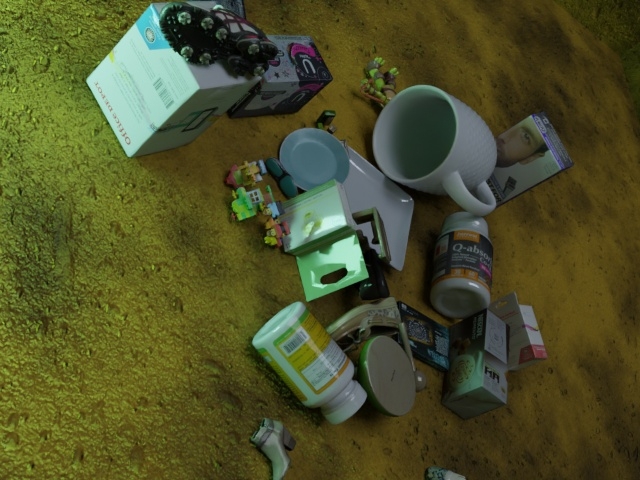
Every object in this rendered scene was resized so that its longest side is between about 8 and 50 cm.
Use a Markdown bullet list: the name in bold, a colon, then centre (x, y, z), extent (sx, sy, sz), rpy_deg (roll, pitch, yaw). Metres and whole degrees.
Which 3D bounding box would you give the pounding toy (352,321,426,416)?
- **pounding toy**: centre (0.132, 0.309, 1.831), extent (0.237, 0.110, 0.183), rpy_deg (-23, 90, -56)

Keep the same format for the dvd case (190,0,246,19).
- **dvd case**: centre (-0.296, -0.674, 2.107), extent (0.221, 0.018, 0.165), rpy_deg (13, 58, -41)

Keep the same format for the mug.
- **mug**: centre (0.369, -0.224, 2.266), extent (0.328, 0.276, 0.374), rpy_deg (14, 42, -50)

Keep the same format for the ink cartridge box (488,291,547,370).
- **ink cartridge box**: centre (0.553, 0.257, 2.271), extent (0.067, 0.115, 0.198), rpy_deg (10, 59, -40)

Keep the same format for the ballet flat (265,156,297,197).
- **ballet flat**: centre (-0.090, -0.156, 1.960), extent (0.114, 0.041, 0.041), rpy_deg (55, 40, -4)

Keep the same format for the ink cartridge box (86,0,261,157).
- **ink cartridge box**: centre (-0.309, -0.335, 1.675), extent (0.197, 0.270, 0.198), rpy_deg (-25, 84, -51)

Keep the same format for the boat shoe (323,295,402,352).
- **boat shoe**: centre (0.104, 0.201, 1.867), extent (0.285, 0.104, 0.089), rpy_deg (-15, 73, -49)

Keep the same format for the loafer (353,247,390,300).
- **loafer**: centre (0.112, 0.082, 1.940), extent (0.220, 0.078, 0.080), rpy_deg (-97, 169, -73)

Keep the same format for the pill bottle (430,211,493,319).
- **pill bottle**: centre (0.389, 0.064, 2.197), extent (0.162, 0.162, 0.278), rpy_deg (35, 45, -24)

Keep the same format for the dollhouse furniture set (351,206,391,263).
- **dollhouse furniture set**: centre (0.083, 0.019, 1.892), extent (0.144, 0.151, 0.123), rpy_deg (49, 28, -66)

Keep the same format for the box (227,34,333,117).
- **box**: centre (-0.119, -0.409, 1.996), extent (0.247, 0.163, 0.142), rpy_deg (-16, 76, -49)

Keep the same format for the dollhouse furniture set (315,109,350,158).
- **dollhouse furniture set**: centre (0.023, -0.266, 2.124), extent (0.076, 0.058, 0.152), rpy_deg (-3, 69, -21)

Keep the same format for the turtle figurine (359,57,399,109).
- **turtle figurine**: centre (0.210, -0.434, 2.404), extent (0.269, 0.087, 0.217), rpy_deg (17, 46, -27)

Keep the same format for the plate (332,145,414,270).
- **plate**: centre (0.123, -0.084, 2.119), extent (0.277, 0.045, 0.278), rpy_deg (36, 44, -21)

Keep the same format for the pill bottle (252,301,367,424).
- **pill bottle**: centre (-0.016, 0.261, 1.681), extent (0.246, 0.136, 0.136), rpy_deg (51, 40, -8)

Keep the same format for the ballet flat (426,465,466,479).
- **ballet flat**: centre (0.330, 0.580, 1.876), extent (0.188, 0.070, 0.070), rpy_deg (39, 43, -20)

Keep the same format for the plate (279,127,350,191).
- **plate**: centre (-0.016, -0.199, 2.033), extent (0.188, 0.024, 0.188), rpy_deg (7, 66, -15)

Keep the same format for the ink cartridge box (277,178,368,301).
- **ink cartridge box**: centre (0.000, 0.000, 1.841), extent (0.056, 0.171, 0.235), rpy_deg (26, 45, -58)

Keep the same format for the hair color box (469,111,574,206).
- **hair color box**: centre (0.564, -0.222, 2.422), extent (0.110, 0.339, 0.185), rpy_deg (-19, 79, -50)

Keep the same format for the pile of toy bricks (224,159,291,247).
- **pile of toy bricks**: centre (-0.154, -0.078, 1.807), extent (0.105, 0.118, 0.212), rpy_deg (-20, 89, -17)

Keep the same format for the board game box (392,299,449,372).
- **board game box**: centre (0.258, 0.247, 2.052), extent (0.186, 0.026, 0.126), rpy_deg (31, 47, -28)

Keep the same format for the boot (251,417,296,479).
- **boot**: centre (-0.098, 0.412, 1.581), extent (0.087, 0.042, 0.118), rpy_deg (36, 43, -14)

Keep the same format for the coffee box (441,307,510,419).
- **coffee box**: centre (0.402, 0.316, 2.062), extent (0.098, 0.141, 0.247), rpy_deg (36, 45, -22)

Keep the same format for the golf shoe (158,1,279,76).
- **golf shoe**: centre (-0.208, -0.401, 1.549), extent (0.272, 0.105, 0.120), rpy_deg (13, 40, -48)
